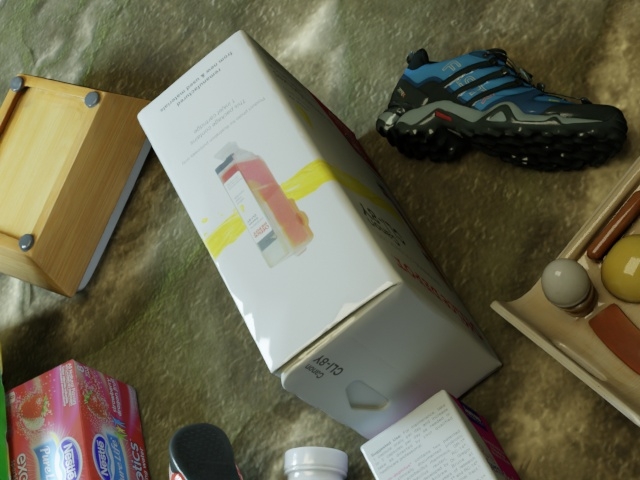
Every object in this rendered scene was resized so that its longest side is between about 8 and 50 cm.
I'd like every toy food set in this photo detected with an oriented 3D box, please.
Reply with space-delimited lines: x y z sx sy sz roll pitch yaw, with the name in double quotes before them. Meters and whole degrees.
"toy food set" 0.343 0.010 1.270 0.306 0.092 0.220 -51 52 2

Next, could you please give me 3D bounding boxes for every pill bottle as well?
"pill bottle" -0.007 0.309 1.345 0.094 0.094 0.169 -12 63 27

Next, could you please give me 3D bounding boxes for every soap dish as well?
"soap dish" -0.373 -0.088 1.740 0.229 0.118 0.291 16 78 36

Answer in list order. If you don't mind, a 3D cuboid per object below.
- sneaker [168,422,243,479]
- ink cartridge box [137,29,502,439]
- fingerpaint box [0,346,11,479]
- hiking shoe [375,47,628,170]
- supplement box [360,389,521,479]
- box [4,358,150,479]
"sneaker" -0.101 0.336 1.349 0.090 0.145 0.270 -12 43 -12
"ink cartridge box" 0.000 0.000 1.371 0.160 0.279 0.385 -37 55 11
"fingerpaint box" -0.544 0.276 1.572 0.371 0.163 0.445 -39 51 38
"hiking shoe" 0.202 -0.160 1.423 0.304 0.113 0.132 8 74 34
"supplement box" 0.148 0.276 1.255 0.114 0.111 0.220 -38 54 11
"box" -0.285 0.289 1.504 0.122 0.128 0.257 -27 56 19
